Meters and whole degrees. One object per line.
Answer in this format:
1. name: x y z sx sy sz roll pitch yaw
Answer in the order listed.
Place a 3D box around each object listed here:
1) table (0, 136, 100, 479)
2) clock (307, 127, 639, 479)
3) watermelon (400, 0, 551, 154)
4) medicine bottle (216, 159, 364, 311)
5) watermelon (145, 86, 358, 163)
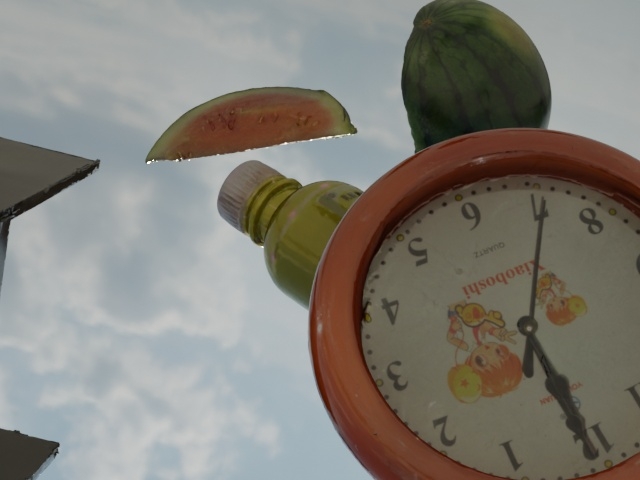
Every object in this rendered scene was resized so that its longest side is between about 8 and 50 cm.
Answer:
1. table: -0.292 0.061 0.996 0.196 0.251 0.282 11 -166 6
2. clock: 0.096 0.041 0.692 0.205 0.205 0.051 22 159 12
3. watermelon: 0.182 -0.151 1.593 0.127 0.232 0.204 -2 -148 38
4. medicine bottle: 0.000 0.000 1.371 0.212 0.122 0.122 33 -159 30
5. watermelon: -0.079 -0.128 1.705 0.245 0.063 0.119 -6 -156 4
